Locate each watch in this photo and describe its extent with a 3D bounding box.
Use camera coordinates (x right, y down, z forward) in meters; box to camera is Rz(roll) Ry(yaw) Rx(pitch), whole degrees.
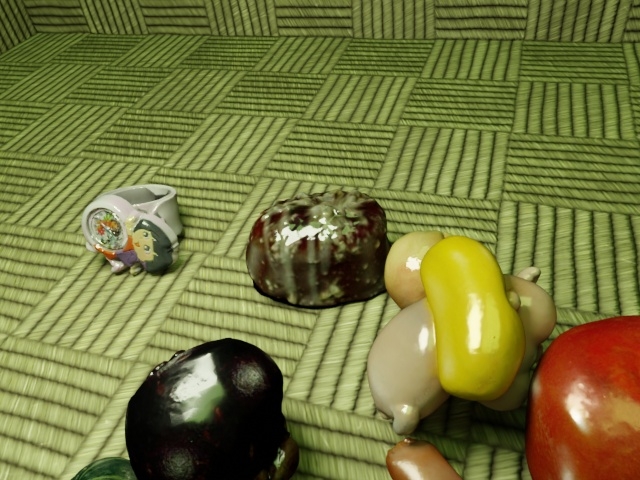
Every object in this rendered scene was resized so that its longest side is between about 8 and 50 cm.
[{"bbox_3d":[-0.435,-0.039,1.364,0.244,0.196,0.231,3,21,12],"label":"watch"}]

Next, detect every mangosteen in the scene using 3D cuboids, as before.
[{"bbox_3d":[-0.158,0.299,0.844,0.233,0.288,0.287,-13,41,-7],"label":"mangosteen"}]

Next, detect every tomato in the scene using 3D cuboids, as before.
[{"bbox_3d":[0.448,0.270,0.763,0.325,0.293,0.290,-22,28,-8],"label":"tomato"}]

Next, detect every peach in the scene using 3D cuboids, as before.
[{"bbox_3d":[0.217,0.071,1.102,0.184,0.184,0.184,-5,41,4],"label":"peach"}]

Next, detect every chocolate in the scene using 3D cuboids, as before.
[{"bbox_3d":[0.000,0.000,1.189,0.340,0.210,0.225,-4,43,5],"label":"chocolate"}]

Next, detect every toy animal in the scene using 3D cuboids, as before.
[{"bbox_3d":[0.255,0.189,0.899,0.246,0.345,0.277,25,11,-26],"label":"toy animal"}]

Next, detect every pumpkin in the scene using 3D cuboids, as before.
[{"bbox_3d":[-0.336,0.413,0.830,0.125,0.167,0.167,39,47,-10],"label":"pumpkin"}]

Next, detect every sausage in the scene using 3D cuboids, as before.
[{"bbox_3d":[0.208,0.407,0.789,0.089,0.083,0.300,-34,44,-18],"label":"sausage"}]
